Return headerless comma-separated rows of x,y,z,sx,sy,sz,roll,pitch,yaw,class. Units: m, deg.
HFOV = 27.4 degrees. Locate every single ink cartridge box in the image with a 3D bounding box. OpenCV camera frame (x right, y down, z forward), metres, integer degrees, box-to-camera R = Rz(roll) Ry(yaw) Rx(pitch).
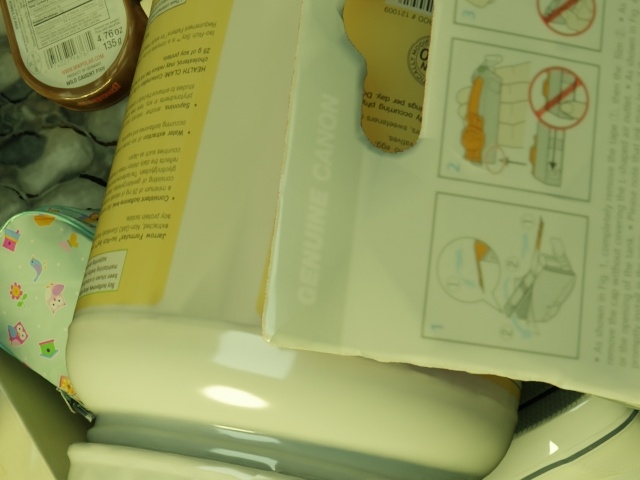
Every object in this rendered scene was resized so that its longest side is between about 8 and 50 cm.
0.169,-0.066,0.647,0.385,0.091,0.308,9,79,-11,ink cartridge box

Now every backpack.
-0.135,0.045,0.873,0.182,0.115,0.152,31,95,21,backpack

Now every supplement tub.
0.000,0.000,0.708,0.241,0.241,0.331,7,75,20,supplement tub

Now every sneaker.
0.093,0.160,0.795,0.258,0.094,0.091,-31,106,26,sneaker

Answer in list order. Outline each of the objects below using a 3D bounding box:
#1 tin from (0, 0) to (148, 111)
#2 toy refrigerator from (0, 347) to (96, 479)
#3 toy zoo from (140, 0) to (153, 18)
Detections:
-0.184,-0.188,0.961,0.106,0.040,0.189,-20,77,11,tin
-0.197,0.166,0.886,0.094,0.102,0.269,-38,74,11,toy refrigerator
0.040,-0.169,0.883,0.293,0.030,0.192,-35,74,12,toy zoo
